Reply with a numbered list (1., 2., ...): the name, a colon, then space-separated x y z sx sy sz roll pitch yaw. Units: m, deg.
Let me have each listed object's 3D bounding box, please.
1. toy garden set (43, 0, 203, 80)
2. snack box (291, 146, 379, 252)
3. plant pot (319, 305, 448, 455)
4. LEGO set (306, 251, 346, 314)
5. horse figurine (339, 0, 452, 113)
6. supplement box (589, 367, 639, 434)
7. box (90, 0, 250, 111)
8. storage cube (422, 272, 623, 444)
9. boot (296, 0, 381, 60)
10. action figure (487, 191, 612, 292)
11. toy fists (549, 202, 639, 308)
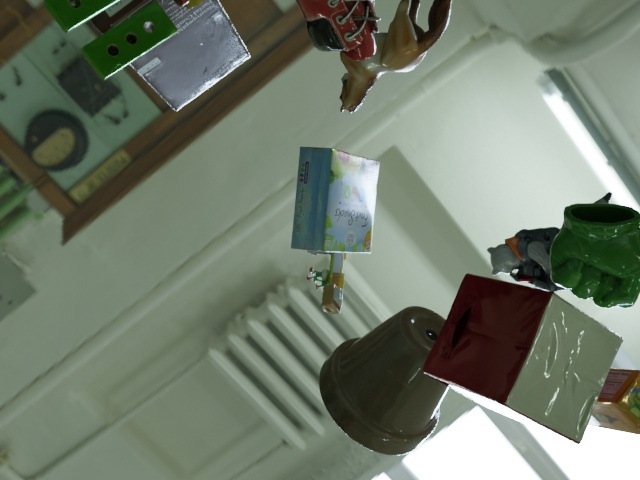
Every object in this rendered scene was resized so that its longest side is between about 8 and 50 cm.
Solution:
1. toy garden set: -0.253 -0.339 1.005 0.203 0.244 0.049 -40 -172 -21
2. snack box: 0.029 -0.066 1.488 0.070 0.175 0.207 6 180 27
3. plant pot: 0.159 0.255 1.683 0.229 0.263 0.263 -57 -172 35
4. LEGO set: 0.000 0.000 1.661 0.132 0.107 0.287 73 22 -85
5. horse figurine: 0.092 -0.285 1.170 0.066 0.175 0.263 -1 176 -37
6. supplement box: 0.473 0.264 1.425 0.080 0.078 0.233 -46 -173 -13
7. box: -0.269 -0.379 1.466 0.191 0.143 0.381 -36 170 2
8. storage cube: 0.316 0.180 1.321 0.193 0.215 0.184 12 -106 60
9. boot: 0.024 -0.252 0.741 0.088 0.176 0.244 -34 -171 -17
10. action figure: 0.559 0.007 2.057 0.330 0.179 0.341 -16 -171 -5
11. toy fists: 0.467 0.032 1.191 0.279 0.142 0.096 1 -152 10
